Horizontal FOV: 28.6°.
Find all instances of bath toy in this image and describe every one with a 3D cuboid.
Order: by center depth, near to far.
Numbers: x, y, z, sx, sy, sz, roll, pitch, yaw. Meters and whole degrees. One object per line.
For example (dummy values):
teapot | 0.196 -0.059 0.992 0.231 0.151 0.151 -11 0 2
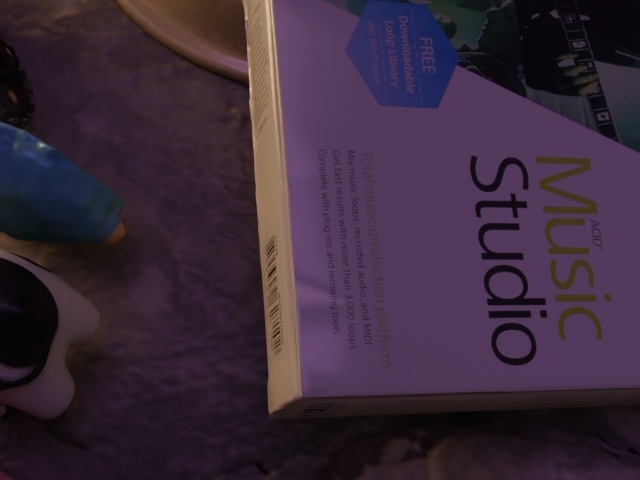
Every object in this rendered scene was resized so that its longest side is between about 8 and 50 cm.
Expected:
bath toy | -0.216 0.099 0.590 0.151 0.129 0.348 -4 60 35

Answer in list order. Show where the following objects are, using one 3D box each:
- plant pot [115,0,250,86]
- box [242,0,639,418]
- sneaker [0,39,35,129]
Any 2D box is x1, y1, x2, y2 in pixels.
plant pot | 0.010 -0.297 0.667 0.334 0.305 0.333 0 66 0
box | 0.125 -0.033 0.631 0.322 0.058 0.232 0 73 -19
sneaker | -0.258 -0.130 0.721 0.237 0.085 0.086 42 98 12
